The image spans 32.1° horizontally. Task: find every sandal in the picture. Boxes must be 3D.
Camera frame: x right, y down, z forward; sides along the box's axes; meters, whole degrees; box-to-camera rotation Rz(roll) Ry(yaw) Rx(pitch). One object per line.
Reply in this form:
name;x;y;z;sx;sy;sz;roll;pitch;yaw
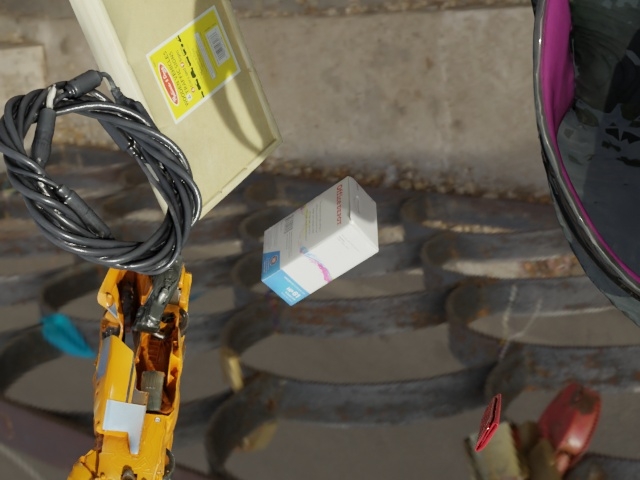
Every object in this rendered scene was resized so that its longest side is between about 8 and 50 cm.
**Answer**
sandal;0.161;-0.066;0.531;0.167;0.107;0.446;3;135;35

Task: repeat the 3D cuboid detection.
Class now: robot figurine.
robot figurine;-0.163;0.134;0.972;0.291;0.085;0.211;-91;11;-47

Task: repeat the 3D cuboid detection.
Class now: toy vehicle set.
toy vehicle set;-0.138;-0.171;1.101;0.035;0.166;0.267;2;124;38

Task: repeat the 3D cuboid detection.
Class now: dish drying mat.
dish drying mat;0.145;0.156;0.959;0.008;0.083;0.032;30;103;5

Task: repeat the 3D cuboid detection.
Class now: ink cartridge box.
ink cartridge box;0.000;0.000;1.183;0.122;0.088;0.052;-34;121;24

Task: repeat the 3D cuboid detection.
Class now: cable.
cable;-0.178;-0.053;0.906;0.047;0.150;0.184;-36;82;43
